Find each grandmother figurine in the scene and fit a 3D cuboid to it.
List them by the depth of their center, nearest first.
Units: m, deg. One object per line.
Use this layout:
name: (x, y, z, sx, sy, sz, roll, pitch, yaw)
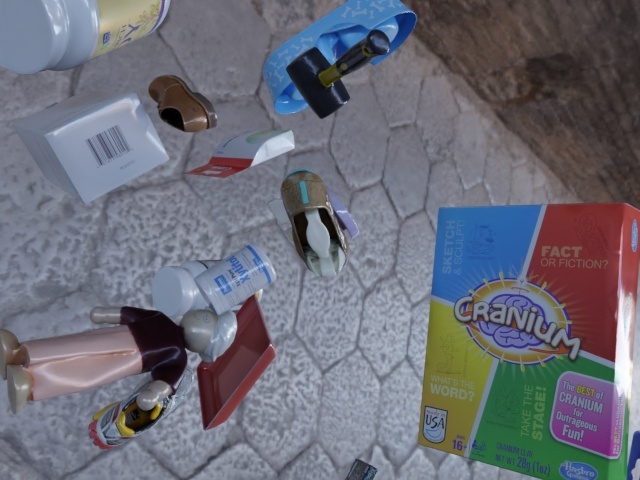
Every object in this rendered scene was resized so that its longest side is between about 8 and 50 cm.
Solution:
grandmother figurine: (-0.277, 0.161, 0.920, 0.343, 0.104, 0.207, -10, 53, -36)

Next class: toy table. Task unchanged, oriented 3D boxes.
toy table: (-0.011, -0.042, 1.696, 0.252, 0.161, 0.274, 55, -4, -2)

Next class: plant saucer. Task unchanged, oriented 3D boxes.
plant saucer: (-0.197, 0.285, 1.469, 0.048, 0.259, 0.258, 33, 100, -24)

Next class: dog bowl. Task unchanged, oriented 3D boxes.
dog bowl: (0.027, -0.341, 1.110, 0.074, 0.297, 0.166, 59, 4, 8)

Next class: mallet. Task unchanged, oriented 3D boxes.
mallet: (0.011, -0.149, 0.509, 0.039, 0.190, 0.062, -38, 95, -9)

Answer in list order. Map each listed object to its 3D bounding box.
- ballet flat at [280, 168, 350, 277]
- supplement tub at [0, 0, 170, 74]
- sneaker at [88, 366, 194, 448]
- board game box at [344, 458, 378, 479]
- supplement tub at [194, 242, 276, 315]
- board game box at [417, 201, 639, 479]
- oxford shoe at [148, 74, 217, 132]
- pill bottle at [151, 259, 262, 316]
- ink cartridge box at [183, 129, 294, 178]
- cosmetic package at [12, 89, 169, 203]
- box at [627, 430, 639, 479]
ballet flat: (0.000, 0.000, 1.299, 0.342, 0.116, 0.124, 74, 1, -52)
supplement tub: (-0.463, -0.460, 1.155, 0.331, 0.241, 0.241, -54, 131, -49)
sneaker: (-0.301, 0.297, 1.121, 0.088, 0.093, 0.225, 62, 35, -7)
board game box: (0.074, 0.650, 1.574, 0.026, 0.126, 0.186, 34, 74, -5)
supplement tub: (-0.128, 0.058, 0.938, 0.107, 0.071, 0.071, -33, 120, -17)
board game box: (0.248, 0.115, 0.761, 0.064, 0.242, 0.316, 12, 82, -47)
oxford shoe: (-0.282, -0.259, 1.171, 0.076, 0.212, 0.076, -28, 132, -27)
pill bottle: (-0.304, 0.131, 1.685, 0.279, 0.162, 0.162, 2, 88, -51)
ink cartridge box: (-0.203, -0.216, 1.517, 0.225, 0.181, 0.056, -27, 115, -38)
cosmetic package: (-0.491, -0.211, 1.301, 0.197, 0.366, 0.155, -33, 118, -22)
box: (0.594, 0.389, 0.960, 0.036, 0.226, 0.136, 56, 47, -82)
